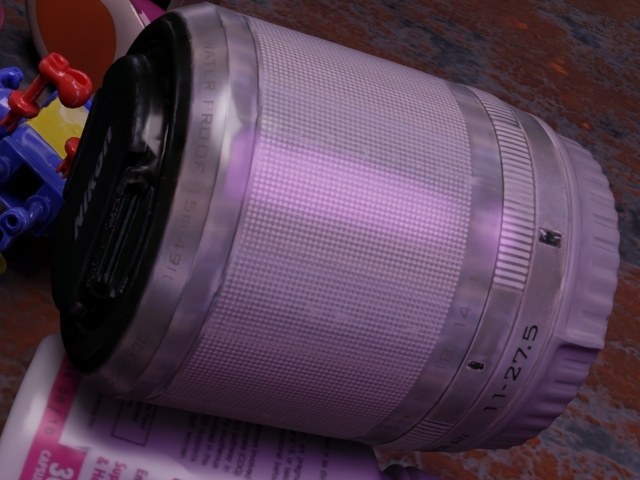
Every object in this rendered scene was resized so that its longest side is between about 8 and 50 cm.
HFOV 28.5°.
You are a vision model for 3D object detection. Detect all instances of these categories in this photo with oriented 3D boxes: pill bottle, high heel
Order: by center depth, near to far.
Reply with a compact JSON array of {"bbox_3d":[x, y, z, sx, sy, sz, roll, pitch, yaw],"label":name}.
[{"bbox_3d":[-0.060,0.173,0.775,0.283,0.160,0.160,19,39,-7],"label":"pill bottle"},{"bbox_3d":[-0.107,-0.131,1.157,0.377,0.127,0.181,45,27,20],"label":"high heel"}]

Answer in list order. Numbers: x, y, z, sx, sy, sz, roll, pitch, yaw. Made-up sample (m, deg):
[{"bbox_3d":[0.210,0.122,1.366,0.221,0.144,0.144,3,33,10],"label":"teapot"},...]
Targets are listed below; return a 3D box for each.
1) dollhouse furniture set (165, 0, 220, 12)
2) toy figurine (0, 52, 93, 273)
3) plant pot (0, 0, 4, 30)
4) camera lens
[{"bbox_3d":[-0.279,-0.361,1.270,0.374,0.152,0.201,41,42,19],"label":"dollhouse furniture set"},{"bbox_3d":[-0.163,-0.052,0.951,0.362,0.191,0.217,43,24,0],"label":"toy figurine"},{"bbox_3d":[-0.346,-0.259,1.068,0.201,0.180,0.201,27,30,-17],"label":"plant pot"},{"bbox_3d":[0.000,0.000,0.720,0.274,0.219,0.219,14,40,-23],"label":"camera lens"}]
